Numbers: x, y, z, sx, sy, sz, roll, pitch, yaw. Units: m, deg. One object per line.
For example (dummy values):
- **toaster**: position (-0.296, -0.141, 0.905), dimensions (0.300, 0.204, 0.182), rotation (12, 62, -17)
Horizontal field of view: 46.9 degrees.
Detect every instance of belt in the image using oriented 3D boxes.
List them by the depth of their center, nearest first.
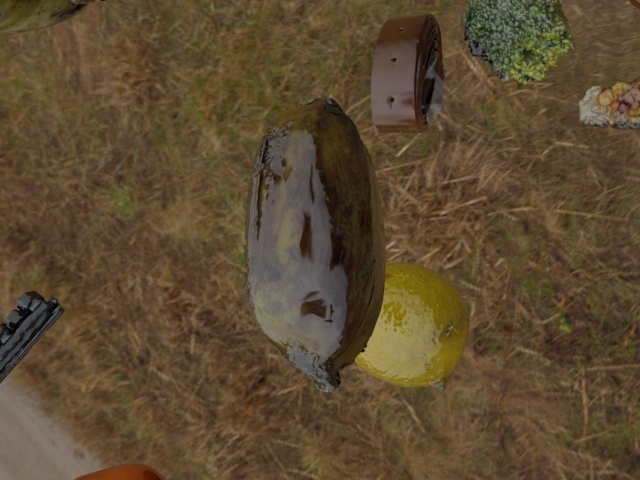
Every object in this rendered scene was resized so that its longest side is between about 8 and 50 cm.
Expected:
- **belt**: position (0.174, -0.321, 1.439), dimensions (0.105, 0.261, 0.184), rotation (0, 141, 22)

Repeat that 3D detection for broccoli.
- **broccoli**: position (0.444, -0.455, 1.503), dimensions (0.180, 0.273, 0.242), rotation (156, 107, -68)

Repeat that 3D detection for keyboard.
- **keyboard**: position (-0.211, 0.117, 0.357), dimensions (0.023, 0.231, 0.072), rotation (41, 160, -11)

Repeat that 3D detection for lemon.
- **lemon**: position (0.151, 0.154, 1.381), dimensions (0.254, 0.228, 0.228), rotation (27, 121, 10)

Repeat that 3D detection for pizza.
- **pizza**: position (0.628, -0.230, 1.208), dimensions (0.409, 0.278, 0.114), rotation (1, 95, 37)

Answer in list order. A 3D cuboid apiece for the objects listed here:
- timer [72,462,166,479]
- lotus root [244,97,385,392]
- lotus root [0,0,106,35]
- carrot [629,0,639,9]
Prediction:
- **timer**: position (-0.134, 0.218, 0.522), dimensions (0.136, 0.136, 0.099), rotation (26, 142, 29)
- **lotus root**: position (0.000, 0.000, 0.982), dimensions (0.179, 0.196, 0.397), rotation (-10, 68, 32)
- **lotus root**: position (-0.246, -0.227, 0.559), dimensions (0.278, 0.154, 0.154), rotation (13, 112, 36)
- **carrot**: position (0.562, -0.469, 1.329), dimensions (0.186, 0.060, 0.060), rotation (36, 129, -10)
